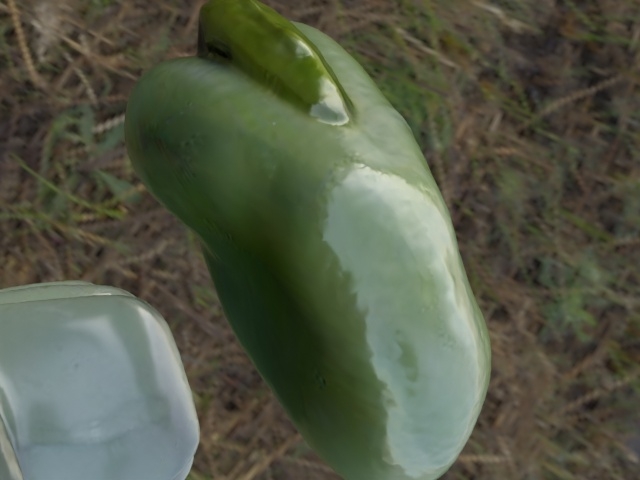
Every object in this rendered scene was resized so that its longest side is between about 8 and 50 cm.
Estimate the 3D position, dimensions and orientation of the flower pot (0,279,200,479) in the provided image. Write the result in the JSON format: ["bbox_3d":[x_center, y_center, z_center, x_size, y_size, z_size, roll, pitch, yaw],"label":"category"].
[{"bbox_3d":[-0.226,0.126,0.834,0.254,0.367,0.164,-16,88,-45],"label":"flower pot"}]

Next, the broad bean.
[{"bbox_3d":[0.000,0.000,0.659,0.100,0.169,0.228,-29,103,-24],"label":"broad bean"}]
